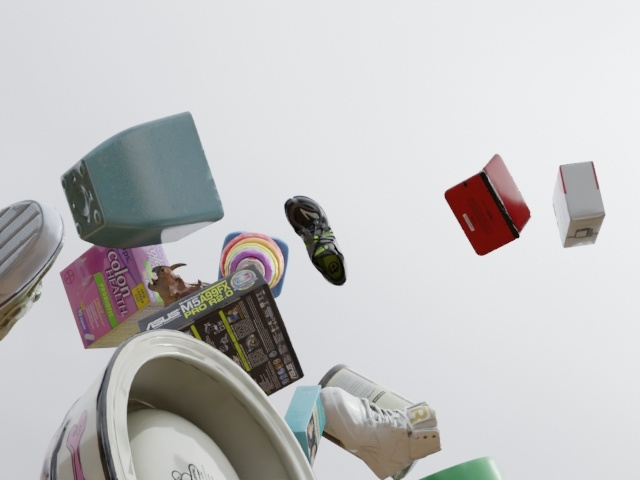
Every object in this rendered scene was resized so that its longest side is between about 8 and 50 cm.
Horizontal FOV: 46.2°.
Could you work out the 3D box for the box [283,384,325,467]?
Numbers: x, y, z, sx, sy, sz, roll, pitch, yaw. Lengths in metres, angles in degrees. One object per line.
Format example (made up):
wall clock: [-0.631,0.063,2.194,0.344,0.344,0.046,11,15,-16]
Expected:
box: [-0.037,0.412,1.654,0.060,0.244,0.100,-5,-78,8]

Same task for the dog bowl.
dog bowl: [-0.159,0.318,0.910,0.150,0.408,0.408,-35,-57,16]

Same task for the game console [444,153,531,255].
game console: [0.310,-0.065,1.381,0.124,0.085,0.144,-29,-78,14]

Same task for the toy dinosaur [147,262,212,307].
toy dinosaur: [-0.266,0.174,1.669,0.127,0.200,0.296,20,-5,29]

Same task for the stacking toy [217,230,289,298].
stacking toy: [-0.169,0.071,1.810,0.175,0.165,0.302,11,5,-3]

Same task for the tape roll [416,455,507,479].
tape roll: [0.267,0.587,1.698,0.321,0.077,0.321,-17,-27,-9]

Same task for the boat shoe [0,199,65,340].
boat shoe: [-0.402,0.055,0.938,0.302,0.109,0.094,-36,-35,26]

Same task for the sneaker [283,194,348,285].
sneaker: [0.000,0.000,1.332,0.067,0.078,0.188,-30,-76,-2]

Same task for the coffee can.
coffee can: [0.128,0.472,1.966,0.275,0.201,0.201,24,-31,30]

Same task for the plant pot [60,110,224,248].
plant pot: [-0.404,-0.112,1.616,0.248,0.252,0.247,-21,-93,49]

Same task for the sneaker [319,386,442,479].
sneaker: [0.125,0.328,1.386,0.169,0.108,0.292,-28,-47,11]

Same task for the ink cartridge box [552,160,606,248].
ink cartridge box: [0.469,-0.062,1.368,0.063,0.109,0.150,-9,-22,10]

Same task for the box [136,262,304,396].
box: [-0.161,0.189,1.280,0.216,0.060,0.270,-27,-46,-10]

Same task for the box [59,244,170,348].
box: [-0.482,0.113,1.804,0.243,0.213,0.117,-33,-20,24]
